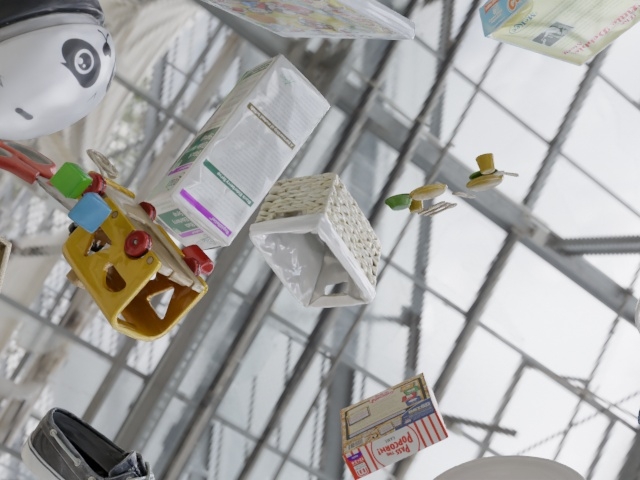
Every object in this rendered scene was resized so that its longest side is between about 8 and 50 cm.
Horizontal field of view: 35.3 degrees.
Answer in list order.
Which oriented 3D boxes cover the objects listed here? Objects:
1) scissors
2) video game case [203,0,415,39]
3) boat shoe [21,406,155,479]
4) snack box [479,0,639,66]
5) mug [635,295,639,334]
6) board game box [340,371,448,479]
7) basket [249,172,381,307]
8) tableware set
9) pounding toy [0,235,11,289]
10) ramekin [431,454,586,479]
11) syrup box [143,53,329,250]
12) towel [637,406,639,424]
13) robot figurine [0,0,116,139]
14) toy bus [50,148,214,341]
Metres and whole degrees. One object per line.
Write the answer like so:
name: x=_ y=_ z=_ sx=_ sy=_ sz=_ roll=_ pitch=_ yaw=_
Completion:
scissors: x=-0.320 y=-0.071 z=1.208 sx=0.297 sy=0.109 sz=0.021 roll=26 pitch=-78 yaw=35
video game case: x=-0.027 y=-0.283 z=1.215 sx=0.206 sy=0.227 sz=0.026 roll=9 pitch=-91 yaw=34
boat shoe: x=-0.292 y=0.355 z=1.469 sx=0.102 sy=0.301 sz=0.108 roll=-54 pitch=175 yaw=21
snack box: x=0.388 y=-0.361 z=1.358 sx=0.322 sy=0.187 sz=0.060 roll=-39 pitch=-131 yaw=50
mug: x=0.636 y=0.037 z=1.429 sx=0.276 sy=0.374 sz=0.328 roll=6 pitch=-125 yaw=35
board game box: x=0.104 y=0.268 z=1.482 sx=0.147 sy=0.045 sz=0.193 roll=-25 pitch=-172 yaw=5
basket: x=0.000 y=0.000 z=1.327 sx=0.113 sy=0.167 sz=0.103 roll=-6 pitch=-131 yaw=30
tableware set: x=0.158 y=-0.069 z=1.239 sx=0.154 sy=0.104 sz=0.024 roll=-26 pitch=-112 yaw=41
pounding toy: x=-0.532 y=0.049 z=1.486 sx=0.100 sy=0.141 sz=0.130 roll=-22 pitch=-134 yaw=23
ramekin: x=0.290 y=0.452 z=1.557 sx=0.273 sy=0.127 sz=0.273 roll=-8 pitch=-165 yaw=2
syrup box: x=-0.101 y=-0.104 z=1.217 sx=0.237 sy=0.096 sz=0.093 roll=-55 pitch=-160 yaw=-24
towel: x=0.547 y=0.247 z=1.593 sx=0.067 sy=0.029 sz=0.119 roll=20 pitch=-69 yaw=31
robot figurine: x=-0.299 y=-0.232 z=0.933 sx=0.209 sy=0.278 sz=0.173 roll=-21 pitch=177 yaw=-33
toy bus: x=-0.214 y=0.012 z=1.046 sx=0.104 sy=0.191 sz=0.202 roll=-47 pitch=-170 yaw=5
